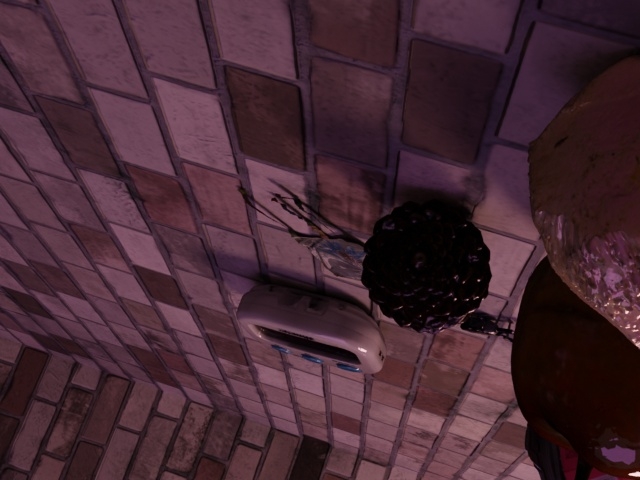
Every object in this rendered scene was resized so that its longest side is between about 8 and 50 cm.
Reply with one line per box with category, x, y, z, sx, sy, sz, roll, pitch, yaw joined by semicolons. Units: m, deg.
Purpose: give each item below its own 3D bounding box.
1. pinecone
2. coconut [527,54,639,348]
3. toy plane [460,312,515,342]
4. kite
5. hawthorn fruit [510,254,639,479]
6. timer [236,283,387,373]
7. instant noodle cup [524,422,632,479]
pinecone;0.138;0.038;1.278;0.163;0.162;0.165;10;172;25
coconut;0.306;-0.009;0.861;0.233;0.233;0.245;-3;148;48
toy plane;0.262;0.136;1.599;0.121;0.031;0.049;7;163;38
kite;-0.001;0.002;1.511;0.169;0.015;0.310;-1;153;47
hawthorn fruit;0.341;0.147;1.137;0.268;0.300;0.268;18;166;5
timer;-0.010;0.158;1.842;0.262;0.087;0.237;14;161;16
instant noodle cup;0.503;0.348;1.661;0.302;0.258;0.181;14;151;-25
